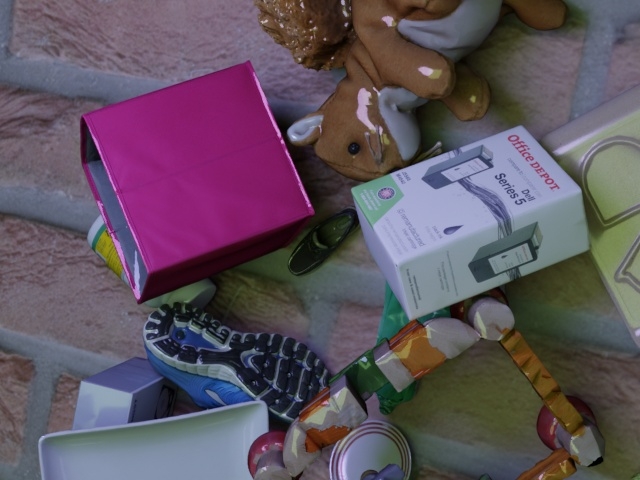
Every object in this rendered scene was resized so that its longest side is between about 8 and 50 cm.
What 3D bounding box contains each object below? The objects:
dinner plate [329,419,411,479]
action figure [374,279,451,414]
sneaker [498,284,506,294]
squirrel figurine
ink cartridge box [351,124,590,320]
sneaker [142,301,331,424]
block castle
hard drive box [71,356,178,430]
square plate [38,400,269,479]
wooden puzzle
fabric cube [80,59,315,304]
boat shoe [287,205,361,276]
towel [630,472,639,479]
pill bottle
[{"bbox_3d":[0.079,0.351,1.859,0.141,0.017,0.141,-11,64,24],"label":"dinner plate"},{"bbox_3d":[0.130,0.164,1.826,0.137,0.063,0.232,24,108,20],"label":"action figure"},{"bbox_3d":[0.234,0.047,1.775,0.072,0.077,0.178,-1,92,21],"label":"sneaker"},{"bbox_3d":[0.084,-0.290,1.758,0.397,0.281,0.370,44,117,29],"label":"squirrel figurine"},{"bbox_3d":[0.207,-0.030,1.661,0.273,0.198,0.114,-21,127,-5],"label":"ink cartridge box"},{"bbox_3d":[-0.128,0.212,1.898,0.330,0.147,0.129,25,59,0],"label":"sneaker"},{"bbox_3d":[0.141,0.291,1.681,0.453,0.213,0.303,-37,93,2],"label":"block castle"},{"bbox_3d":[-0.316,0.298,1.907,0.089,0.232,0.181,13,97,11],"label":"hard drive box"},{"bbox_3d":[-0.241,0.422,1.802,0.344,0.049,0.347,-6,105,-19],"label":"square plate"},{"bbox_3d":[0.518,-0.063,1.668,0.322,0.080,0.347,-29,77,19],"label":"wooden puzzle"},{"bbox_3d":[-0.194,-0.082,1.789,0.258,0.254,0.259,-21,82,-15],"label":"fabric cube"},{"bbox_3d":[0.000,0.000,1.877,0.152,0.049,0.056,-45,77,17],"label":"boat shoe"},{"bbox_3d":[0.499,0.351,1.721,0.083,0.009,0.060,-30,82,20],"label":"towel"},{"bbox_3d":[-0.272,0.035,1.947,0.208,0.117,0.117,44,106,15],"label":"pill bottle"}]
